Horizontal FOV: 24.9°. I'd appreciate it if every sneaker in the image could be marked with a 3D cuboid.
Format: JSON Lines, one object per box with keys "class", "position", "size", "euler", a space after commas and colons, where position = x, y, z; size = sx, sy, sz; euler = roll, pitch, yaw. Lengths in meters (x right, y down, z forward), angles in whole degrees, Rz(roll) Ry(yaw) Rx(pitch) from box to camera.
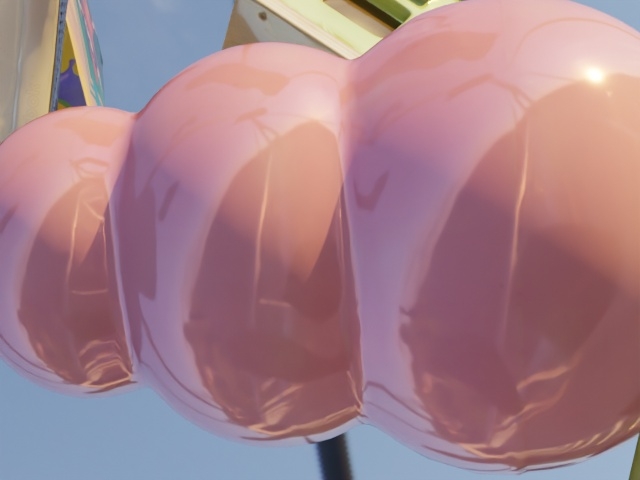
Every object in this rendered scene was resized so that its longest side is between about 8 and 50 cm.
{"class": "sneaker", "position": [-0.240, -0.176, 1.023], "size": [0.106, 0.123, 0.290], "euler": [140, 136, -84]}

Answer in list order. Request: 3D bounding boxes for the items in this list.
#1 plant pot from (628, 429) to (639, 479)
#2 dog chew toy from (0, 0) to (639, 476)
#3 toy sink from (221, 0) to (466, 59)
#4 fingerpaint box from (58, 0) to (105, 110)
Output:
{"class": "plant pot", "position": [0.185, 0.081, 0.324], "size": [0.212, 0.212, 0.187], "euler": [18, -113, -52]}
{"class": "dog chew toy", "position": [0.000, 0.000, 0.635], "size": [0.206, 0.332, 0.206], "euler": [-2, -90, -84]}
{"class": "toy sink", "position": [0.045, -0.180, 1.229], "size": [0.234, 0.153, 0.131], "euler": [-42, -19, -41]}
{"class": "fingerpaint box", "position": [-0.427, -0.137, 1.308], "size": [0.445, 0.371, 0.163], "euler": [-12, -66, -4]}
